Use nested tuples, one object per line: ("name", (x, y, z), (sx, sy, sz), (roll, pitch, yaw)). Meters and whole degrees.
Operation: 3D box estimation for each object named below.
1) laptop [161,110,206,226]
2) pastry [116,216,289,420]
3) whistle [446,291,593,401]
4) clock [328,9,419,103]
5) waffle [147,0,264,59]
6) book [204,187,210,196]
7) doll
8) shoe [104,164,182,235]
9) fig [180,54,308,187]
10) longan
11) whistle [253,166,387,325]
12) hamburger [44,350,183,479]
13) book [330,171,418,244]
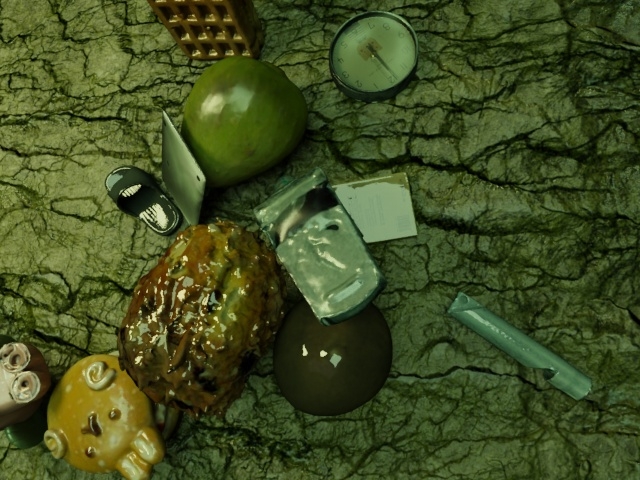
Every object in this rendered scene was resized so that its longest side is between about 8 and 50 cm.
("laptop", (-0.322, -0.144, 0.943), (0.015, 0.269, 0.187), (-27, 78, -30))
("pastry", (-0.235, 0.169, 0.803), (0.293, 0.337, 0.405), (35, 125, -18))
("whistle", (0.419, 0.222, 0.873), (0.312, 0.062, 0.062), (35, 89, 11))
("clock", (0.130, -0.458, 1.013), (0.226, 0.049, 0.225), (-1, 81, 9))
("waffle", (-0.278, -0.557, 0.943), (0.224, 0.327, 0.098), (5, 79, 10))
("book", (-0.309, -0.188, 1.055), (0.103, 0.017, 0.134), (20, 84, 11))
("doll", (-0.703, 0.336, 0.931), (0.217, 0.268, 0.284), (-22, 80, -16))
("shoe", (-0.459, -0.110, 1.030), (0.241, 0.093, 0.108), (40, 91, 10))
("fig", (-0.190, -0.257, 0.934), (0.326, 0.258, 0.258), (-46, 79, 11))
("longan", (0.026, 0.222, 0.831), (0.258, 0.258, 0.257), (-1, 82, 8))
("whistle", (-0.012, -0.015, 0.816), (0.168, 0.404, 0.188), (-34, 114, 3))
("hamburger", (-0.458, 0.397, 0.916), (0.261, 0.186, 0.303), (-45, 81, 1))
("book", (0.103, -0.066, 0.974), (0.231, 0.026, 0.161), (-9, 81, 8))
